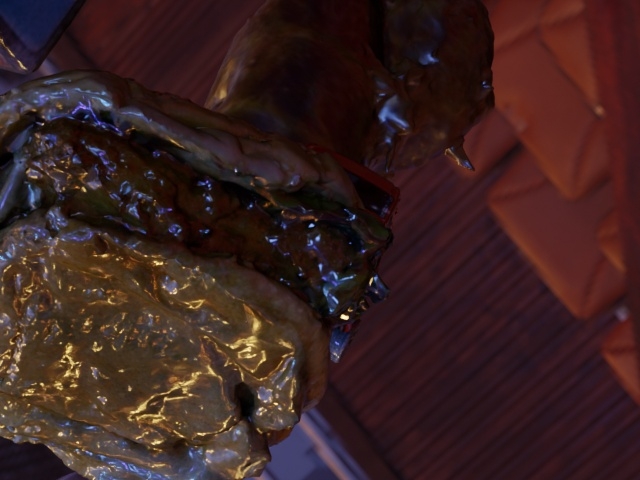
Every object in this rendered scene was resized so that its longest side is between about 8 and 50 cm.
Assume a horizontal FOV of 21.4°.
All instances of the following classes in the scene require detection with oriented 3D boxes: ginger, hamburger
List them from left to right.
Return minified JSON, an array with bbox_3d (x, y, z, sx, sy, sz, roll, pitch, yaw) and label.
[{"bbox_3d":[-0.078,0.011,0.743,0.183,0.206,0.130,20,-135,-13],"label":"hamburger"},{"bbox_3d":[0.012,-0.097,1.457,0.254,0.176,0.418,31,-120,-4],"label":"ginger"}]

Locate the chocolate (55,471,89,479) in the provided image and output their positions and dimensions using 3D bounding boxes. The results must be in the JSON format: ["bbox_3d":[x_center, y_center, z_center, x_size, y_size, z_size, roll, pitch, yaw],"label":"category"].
[{"bbox_3d":[-0.160,0.346,1.374,0.303,0.303,0.213,45,-171,-3],"label":"chocolate"}]

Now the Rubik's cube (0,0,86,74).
[{"bbox_3d":[-0.289,-0.337,1.154,0.303,0.301,0.305,18,158,33],"label":"Rubik's cube"}]

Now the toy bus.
[{"bbox_3d":[0.000,0.000,0.965,0.081,0.089,0.195,28,164,7],"label":"toy bus"}]
